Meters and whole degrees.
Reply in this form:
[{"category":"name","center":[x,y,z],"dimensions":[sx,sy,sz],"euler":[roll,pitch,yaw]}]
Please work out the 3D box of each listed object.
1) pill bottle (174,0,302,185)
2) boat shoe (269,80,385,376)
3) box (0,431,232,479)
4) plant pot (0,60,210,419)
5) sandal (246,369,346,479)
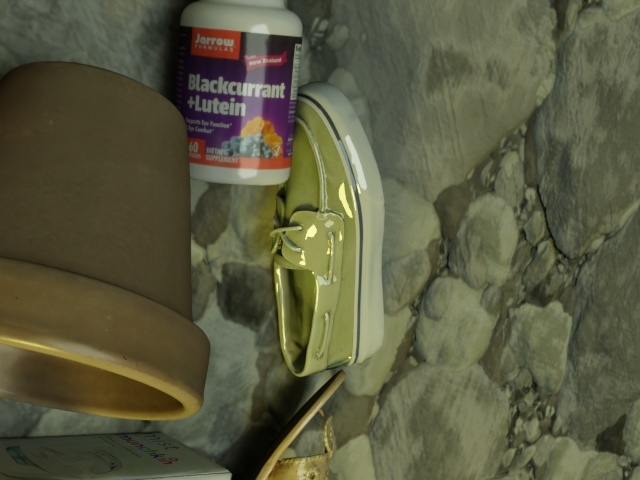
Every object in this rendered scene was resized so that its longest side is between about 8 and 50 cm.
[{"category":"pill bottle","center":[-0.072,-0.151,1.017],"dimensions":[0.108,0.108,0.193],"euler":[-4,103,-40]},{"category":"boat shoe","center":[0.000,0.000,1.121],"dimensions":[0.094,0.109,0.302],"euler":[-24,119,-31]},{"category":"box","center":[-0.217,0.310,1.001],"dimensions":[0.231,0.127,0.262],"euler":[4,98,-41]},{"category":"plant pot","center":[-0.195,-0.002,0.885],"dimensions":[0.263,0.263,0.229],"euler":[29,64,-41]},{"category":"sandal","center":[-0.033,0.242,1.152],"dimensions":[0.079,0.088,0.240],"euler":[44,75,1]}]
